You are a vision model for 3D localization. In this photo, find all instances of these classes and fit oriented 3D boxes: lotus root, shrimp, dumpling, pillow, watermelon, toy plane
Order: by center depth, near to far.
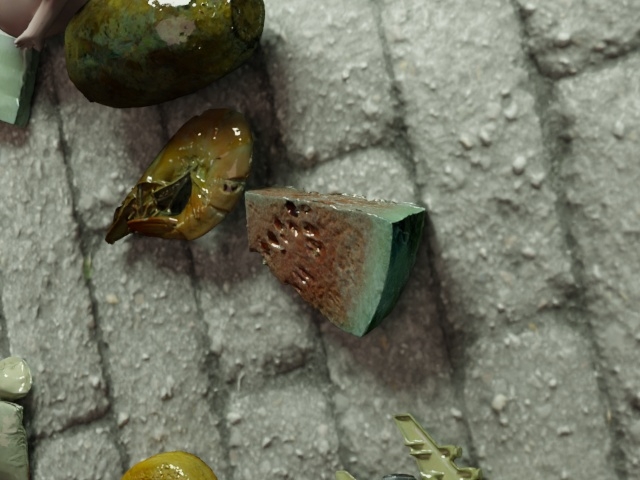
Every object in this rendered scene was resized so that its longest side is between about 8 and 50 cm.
[{"bbox_3d":[0.125,0.304,1.537,0.256,0.104,0.242,-12,67,37],"label":"toy plane"},{"bbox_3d":[0.000,0.000,1.633,0.241,0.094,0.154,26,112,31],"label":"watermelon"},{"bbox_3d":[-0.194,-0.248,1.705,0.275,0.152,0.160,-12,96,33],"label":"lotus root"},{"bbox_3d":[-0.175,-0.058,1.739,0.267,0.061,0.145,-31,64,29],"label":"shrimp"},{"bbox_3d":[-0.418,0.185,1.903,0.077,0.043,0.059,-16,63,46],"label":"dumpling"},{"bbox_3d":[-0.489,0.266,1.935,0.229,0.051,0.128,9,104,30],"label":"pillow"}]

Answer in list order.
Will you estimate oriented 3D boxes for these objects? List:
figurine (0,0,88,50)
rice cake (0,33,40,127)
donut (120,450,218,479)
[{"bbox_3d":[-0.324,-0.347,1.772,0.176,0.186,0.287,66,153,10],"label":"figurine"},{"bbox_3d":[-0.486,-0.239,1.951,0.237,0.043,0.127,14,95,30],"label":"rice cake"},{"bbox_3d":[-0.193,0.333,1.752,0.152,0.058,0.152,-1,88,29],"label":"donut"}]
